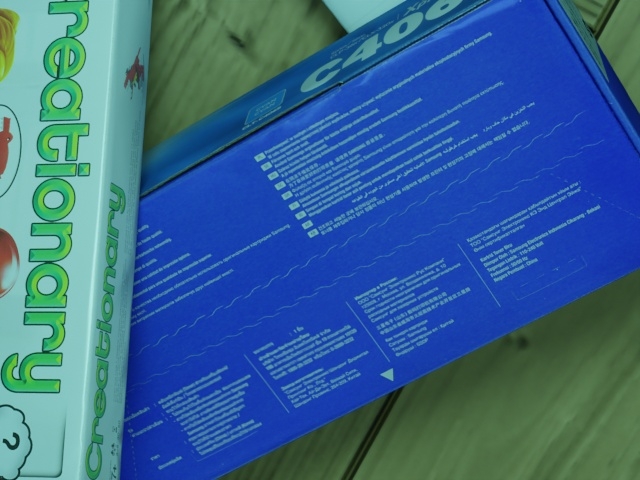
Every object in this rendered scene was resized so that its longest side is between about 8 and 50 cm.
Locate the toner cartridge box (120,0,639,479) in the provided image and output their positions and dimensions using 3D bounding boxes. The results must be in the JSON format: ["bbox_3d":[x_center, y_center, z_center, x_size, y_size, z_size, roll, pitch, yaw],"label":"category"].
[{"bbox_3d":[0.000,0.000,0.856,0.348,0.075,0.165,-28,111,18],"label":"toner cartridge box"}]

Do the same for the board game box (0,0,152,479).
[{"bbox_3d":[-0.186,-0.029,0.815,0.193,0.053,0.305,-1,78,16],"label":"board game box"}]

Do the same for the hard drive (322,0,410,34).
[{"bbox_3d":[0.016,-0.272,0.812,0.210,0.040,0.319,-36,101,15],"label":"hard drive"}]
